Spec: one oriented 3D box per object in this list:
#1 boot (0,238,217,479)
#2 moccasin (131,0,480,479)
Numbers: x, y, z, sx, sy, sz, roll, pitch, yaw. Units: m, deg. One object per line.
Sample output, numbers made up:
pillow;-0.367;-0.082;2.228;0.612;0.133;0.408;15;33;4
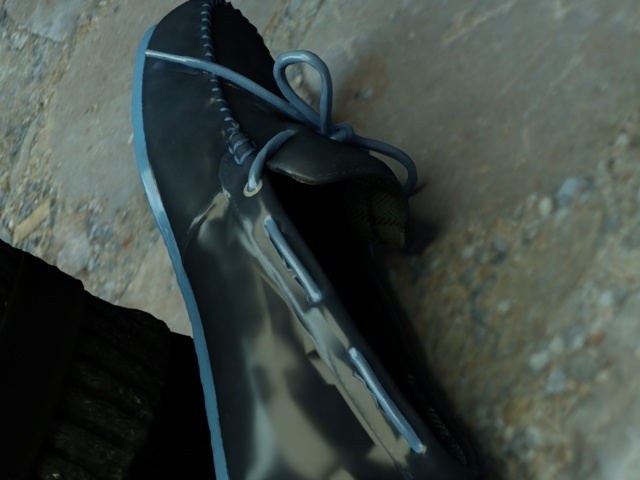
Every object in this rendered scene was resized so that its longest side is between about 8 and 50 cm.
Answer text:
boot;-0.133;0.151;0.508;0.131;0.260;0.347;-36;43;29
moccasin;0.000;0.000;0.589;0.117;0.138;0.342;-35;58;25
